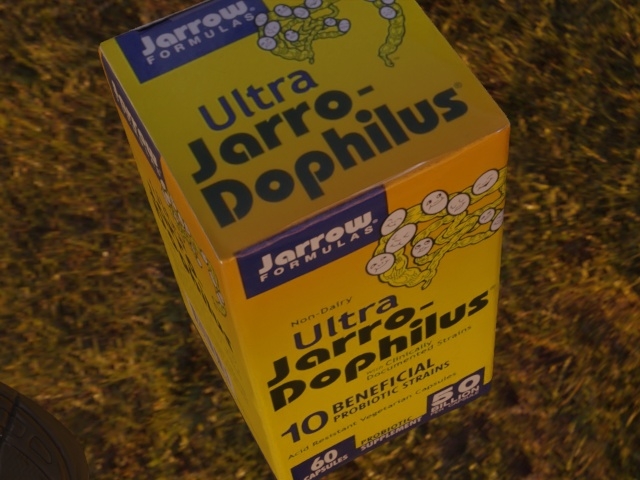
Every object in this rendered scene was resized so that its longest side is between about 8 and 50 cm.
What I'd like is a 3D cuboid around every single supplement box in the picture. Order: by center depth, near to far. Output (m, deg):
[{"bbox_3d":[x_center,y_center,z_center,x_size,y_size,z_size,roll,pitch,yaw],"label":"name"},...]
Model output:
[{"bbox_3d":[0.000,0.000,0.874,0.194,0.356,0.195,-26,58,-11],"label":"supplement box"}]

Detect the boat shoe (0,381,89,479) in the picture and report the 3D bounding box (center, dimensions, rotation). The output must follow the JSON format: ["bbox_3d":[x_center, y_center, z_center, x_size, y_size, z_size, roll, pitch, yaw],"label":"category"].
[{"bbox_3d":[-0.224,0.095,0.580,0.223,0.073,0.080,17,63,-20],"label":"boat shoe"}]
